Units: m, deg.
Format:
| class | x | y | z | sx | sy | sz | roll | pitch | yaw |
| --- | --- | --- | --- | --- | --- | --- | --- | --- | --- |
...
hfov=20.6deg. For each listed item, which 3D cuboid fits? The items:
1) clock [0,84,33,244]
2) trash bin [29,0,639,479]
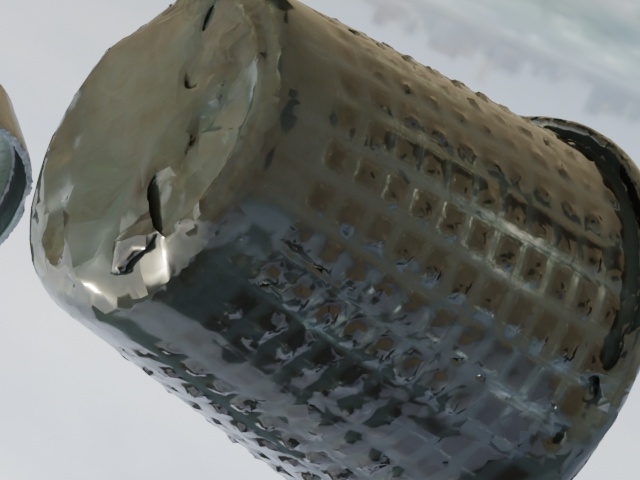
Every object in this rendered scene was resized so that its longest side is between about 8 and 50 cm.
| class | x | y | z | sx | sy | sz | roll | pitch | yaw |
| --- | --- | --- | --- | --- | --- | --- | --- | --- | --- |
| clock | -0.257 | -0.018 | 0.934 | 0.215 | 0.215 | 0.042 | 12 | -136 | -55 |
| trash bin | 0.000 | 0.000 | 0.584 | 0.161 | 0.175 | 0.175 | 33 | -179 | -37 |
